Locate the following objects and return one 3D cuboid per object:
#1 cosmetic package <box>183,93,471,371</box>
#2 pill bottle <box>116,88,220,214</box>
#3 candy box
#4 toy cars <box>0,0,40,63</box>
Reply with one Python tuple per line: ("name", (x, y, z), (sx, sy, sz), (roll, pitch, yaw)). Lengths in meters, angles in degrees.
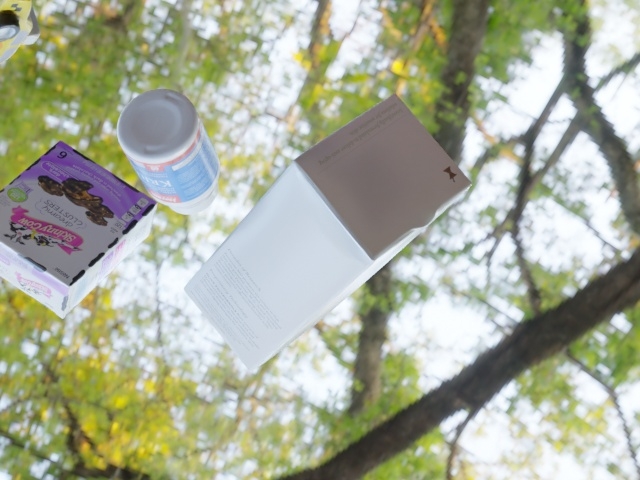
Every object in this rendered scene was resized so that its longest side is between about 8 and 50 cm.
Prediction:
("cosmetic package", (0.000, 0.000, 1.637), (0.197, 0.365, 0.155), (-35, -97, -38))
("pill bottle", (-0.222, -0.125, 2.001), (0.124, 0.221, 0.124), (-4, -115, 8))
("candy box", (-0.338, -0.017, 1.714), (0.165, 0.070, 0.196), (32, -133, 9))
("toy cars", (-0.318, -0.328, 1.320), (0.087, 0.393, 0.176), (-9, -151, -42))
